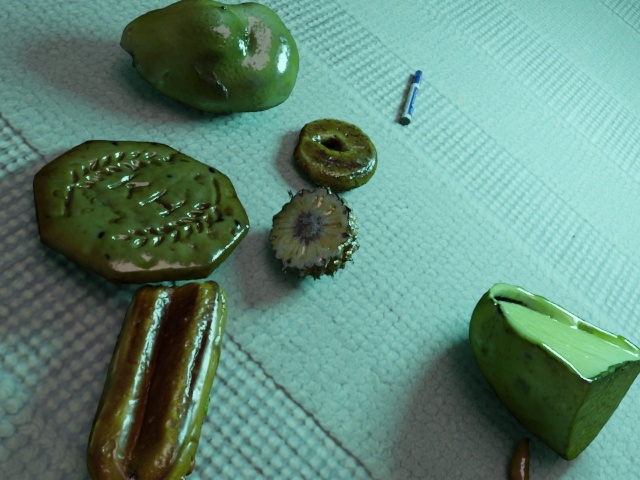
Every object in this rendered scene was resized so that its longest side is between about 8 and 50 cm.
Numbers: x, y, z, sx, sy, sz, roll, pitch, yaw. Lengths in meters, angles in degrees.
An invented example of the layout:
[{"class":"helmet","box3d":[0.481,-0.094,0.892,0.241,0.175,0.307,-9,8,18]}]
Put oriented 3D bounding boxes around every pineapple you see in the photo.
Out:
[{"class":"pineapple","box3d":[0.003,0.001,1.220,0.161,0.137,0.176,-14,62,16]}]

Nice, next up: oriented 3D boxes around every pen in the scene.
[{"class":"pen","box3d":[0.226,-0.353,1.621,0.025,0.025,0.204,26,50,-8]}]

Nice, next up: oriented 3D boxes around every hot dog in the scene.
[{"class":"hot dog","box3d":[-0.225,0.204,0.956,0.158,0.117,0.349,-2,47,5]}]

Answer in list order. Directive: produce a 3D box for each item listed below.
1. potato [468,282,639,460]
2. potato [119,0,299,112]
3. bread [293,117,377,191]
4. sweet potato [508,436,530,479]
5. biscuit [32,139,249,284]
[{"class":"potato","box3d":[0.387,0.232,1.210,0.280,0.213,0.330,37,22,34]},{"class":"potato","box3d":[-0.213,-0.362,1.301,0.350,0.202,0.218,0,97,-20]},{"class":"bread","box3d":[0.033,-0.179,1.385,0.193,0.064,0.193,10,53,-13]},{"class":"sweet potato","box3d":[0.340,0.424,1.135,0.044,0.044,0.179,27,57,-7]},{"class":"biscuit","box3d":[-0.295,-0.062,1.102,0.359,0.046,0.359,13,38,-10]}]
